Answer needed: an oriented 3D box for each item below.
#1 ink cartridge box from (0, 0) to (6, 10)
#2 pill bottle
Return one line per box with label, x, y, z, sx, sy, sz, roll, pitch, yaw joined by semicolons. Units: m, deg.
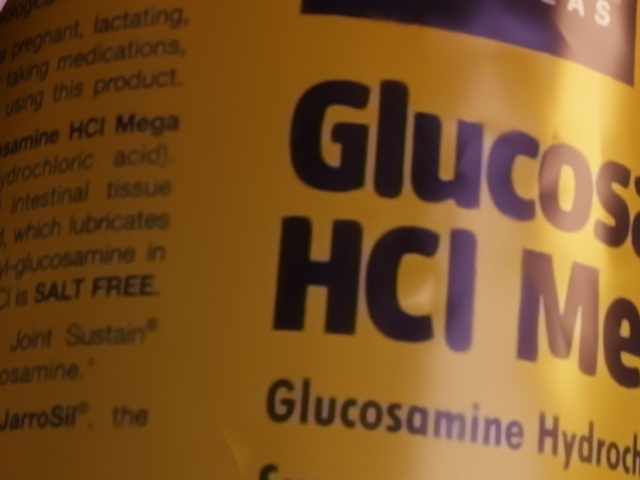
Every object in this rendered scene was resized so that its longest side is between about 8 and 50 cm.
ink cartridge box;-0.193;-0.086;0.309;0.273;0.114;0.197;46;51;-33
pill bottle;0.000;0.000;0.452;0.188;0.188;0.334;19;68;-44
